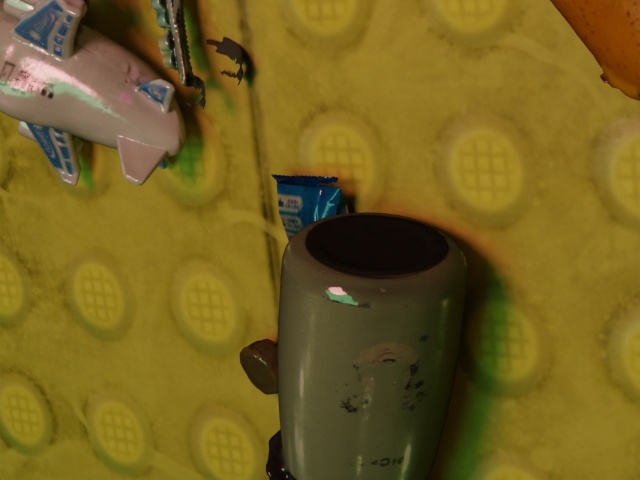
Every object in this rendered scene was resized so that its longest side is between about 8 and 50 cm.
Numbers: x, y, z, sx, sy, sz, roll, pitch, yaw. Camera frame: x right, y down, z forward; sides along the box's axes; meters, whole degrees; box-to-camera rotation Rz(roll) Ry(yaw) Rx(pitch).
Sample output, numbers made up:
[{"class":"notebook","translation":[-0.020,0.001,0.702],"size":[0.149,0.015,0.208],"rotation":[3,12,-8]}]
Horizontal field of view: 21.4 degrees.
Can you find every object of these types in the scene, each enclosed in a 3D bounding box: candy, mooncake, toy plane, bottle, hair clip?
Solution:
[{"class":"candy","translation":[0.001,0.000,1.617],"size":[0.088,0.038,0.136],"rotation":[2,115,42]},{"class":"mooncake","translation":[-0.083,-0.017,1.666],"size":[0.150,0.057,0.347],"rotation":[21,119,34]},{"class":"toy plane","translation":[-0.251,-0.154,1.691],"size":[0.266,0.123,0.267],"rotation":[24,143,20]},{"class":"bottle","translation":[0.037,0.156,1.559],"size":[0.168,0.168,0.347],"rotation":[22,121,31]},{"class":"hair clip","translation":[-0.143,-0.233,1.638],"size":[0.049,0.049,0.173],"rotation":[-5,88,40]}]

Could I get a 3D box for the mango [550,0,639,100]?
[{"class":"mango","translation":[0.267,-0.212,1.260],"size":[0.290,0.160,0.191],"rotation":[34,130,37]}]
